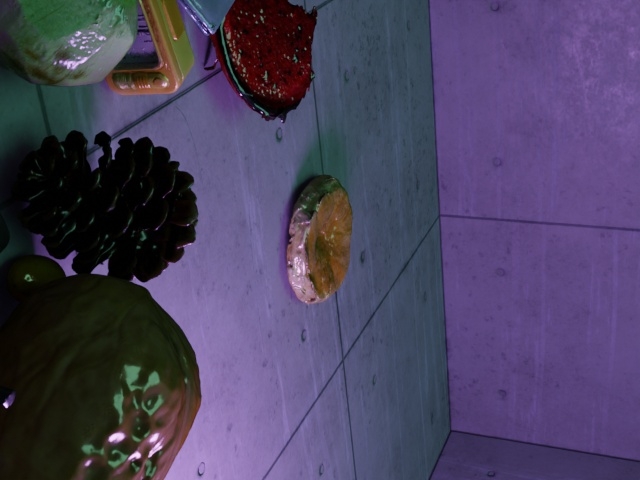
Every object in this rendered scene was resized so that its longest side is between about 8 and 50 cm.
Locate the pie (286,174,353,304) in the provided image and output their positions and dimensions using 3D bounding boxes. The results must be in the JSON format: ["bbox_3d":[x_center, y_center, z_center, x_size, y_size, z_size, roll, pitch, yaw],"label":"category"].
[{"bbox_3d":[0.000,0.000,2.417,0.339,0.083,0.339,5,90,-70],"label":"pie"}]

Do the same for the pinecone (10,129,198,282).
[{"bbox_3d":[-0.331,-0.061,1.443,0.292,0.246,0.246,29,67,-50],"label":"pinecone"}]

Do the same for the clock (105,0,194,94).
[{"bbox_3d":[-0.299,-0.341,1.546,0.096,0.143,0.202,-65,150,-44],"label":"clock"}]

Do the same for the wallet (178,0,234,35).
[{"bbox_3d":[-0.217,-0.562,1.747,0.251,0.054,0.290,48,56,-36],"label":"wallet"}]

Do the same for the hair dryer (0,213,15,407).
[{"bbox_3d":[-0.447,0.089,1.125,0.155,0.284,0.320,109,3,-56],"label":"hair dryer"}]

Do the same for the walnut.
[{"bbox_3d":[-0.346,0.240,1.340,0.397,0.308,0.354,-62,163,-14],"label":"walnut"}]

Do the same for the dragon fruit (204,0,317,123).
[{"bbox_3d":[-0.136,-0.384,1.965,0.344,0.100,0.282,12,77,-54],"label":"dragon fruit"}]

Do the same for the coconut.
[{"bbox_3d":[-0.375,-0.312,1.305,0.204,0.236,0.236,66,14,20],"label":"coconut"}]

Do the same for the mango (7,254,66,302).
[{"bbox_3d":[-0.428,0.061,1.432,0.114,0.061,0.080,11,81,-64],"label":"mango"}]
